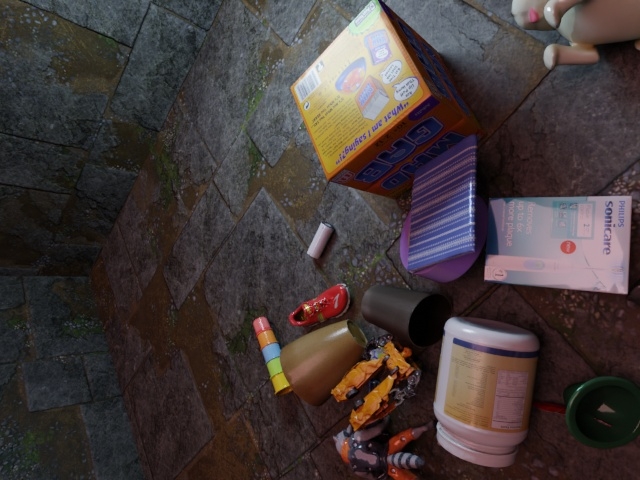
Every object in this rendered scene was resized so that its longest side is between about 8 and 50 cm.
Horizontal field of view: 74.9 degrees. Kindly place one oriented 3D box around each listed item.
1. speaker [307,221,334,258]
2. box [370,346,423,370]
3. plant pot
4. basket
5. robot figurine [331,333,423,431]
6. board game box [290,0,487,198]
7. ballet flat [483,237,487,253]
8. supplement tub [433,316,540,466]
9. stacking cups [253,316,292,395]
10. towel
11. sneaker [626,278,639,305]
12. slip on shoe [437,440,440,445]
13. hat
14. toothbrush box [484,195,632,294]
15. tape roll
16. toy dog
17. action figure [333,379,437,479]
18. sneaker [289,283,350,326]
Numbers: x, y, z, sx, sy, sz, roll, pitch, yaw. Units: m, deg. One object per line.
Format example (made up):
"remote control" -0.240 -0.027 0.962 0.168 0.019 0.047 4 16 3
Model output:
"speaker" 0.000 0.000 1.587 0.055 0.055 0.136 39 112 37
"box" 0.238 0.382 1.337 0.169 0.054 0.059 17 97 41
"plant pot" 0.033 0.392 1.426 0.254 0.237 0.237 -40 60 15
"basket" 0.245 0.217 1.272 0.227 0.204 0.154 8 102 51
"robot figurine" 0.176 0.425 1.268 0.291 0.085 0.211 -46 54 11
"board game box" 0.197 -0.387 1.250 0.356 0.356 0.356 -35 63 33
"ballet flat" 0.477 0.022 1.164 0.057 0.049 0.173 -32 65 36
"supplement tub" 0.414 0.371 1.065 0.228 0.228 0.316 9 92 42
"stacking cups" -0.189 0.460 1.697 0.096 0.096 0.316 -46 53 29
"towel" 0.326 -0.092 1.111 0.243 0.040 0.336 -32 44 58
"sneaker" 0.796 0.071 0.854 0.130 0.109 0.286 54 129 24
"slip on shoe" 0.381 0.540 1.201 0.041 0.051 0.135 30 100 27
"hat" 0.626 0.374 1.014 0.209 0.183 0.173 4 97 0
"toothbrush box" 0.568 0.009 1.013 0.296 0.126 0.216 4 88 33
"tape roll" 0.340 -0.024 1.181 0.275 0.090 0.274 -53 26 39
"toy dog" 0.635 -0.588 0.942 0.408 0.284 0.395 27 90 40
"action figure" 0.186 0.608 1.285 0.330 0.178 0.341 -12 78 31
"sneaker" -0.007 0.250 1.524 0.279 0.118 0.107 -39 62 32
